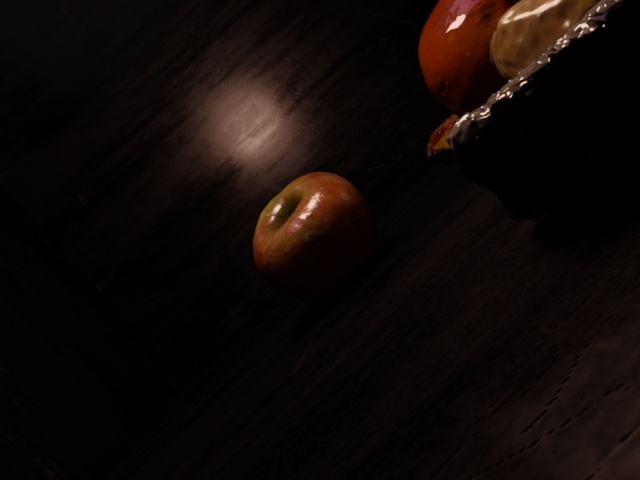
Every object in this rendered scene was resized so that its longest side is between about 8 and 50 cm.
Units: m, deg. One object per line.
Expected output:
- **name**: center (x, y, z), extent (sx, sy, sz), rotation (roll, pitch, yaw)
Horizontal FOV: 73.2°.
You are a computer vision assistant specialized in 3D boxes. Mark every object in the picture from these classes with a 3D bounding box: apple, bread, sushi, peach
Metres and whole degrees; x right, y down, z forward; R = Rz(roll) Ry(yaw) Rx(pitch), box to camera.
- **apple**: center (0.000, 0.000, 0.951), extent (0.278, 0.250, 0.309), rotation (-24, 33, 33)
- **bread**: center (0.429, -0.330, 1.281), extent (0.185, 0.109, 0.380), rotation (-42, 3, 0)
- **sushi**: center (0.208, -0.106, 0.369), extent (0.212, 0.115, 0.147), rotation (-42, 4, -16)
- **peach**: center (0.377, -0.413, 0.877), extent (0.343, 0.342, 0.302), rotation (-43, -16, 9)

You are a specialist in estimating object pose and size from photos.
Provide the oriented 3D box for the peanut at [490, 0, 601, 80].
- **peanut**: center (0.337, -0.256, 0.456), extent (0.174, 0.158, 0.340), rotation (-3, -15, -15)
